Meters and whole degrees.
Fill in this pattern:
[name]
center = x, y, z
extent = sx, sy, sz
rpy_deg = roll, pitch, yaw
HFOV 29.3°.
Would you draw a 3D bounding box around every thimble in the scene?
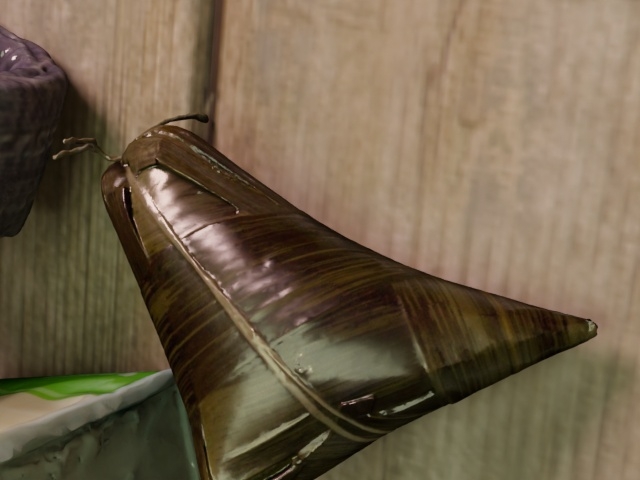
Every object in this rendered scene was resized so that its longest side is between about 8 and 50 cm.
[thimble]
center = -0.211, -0.063, 0.617
extent = 0.150, 0.150, 0.098
rpy_deg = 30, 113, 26

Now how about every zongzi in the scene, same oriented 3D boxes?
[zongzi]
center = 0.000, 0.000, 0.538
extent = 0.184, 0.084, 0.187
rpy_deg = -29, 77, 19

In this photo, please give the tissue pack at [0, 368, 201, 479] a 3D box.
[tissue pack]
center = -0.246, 0.248, 0.657
extent = 0.404, 0.205, 0.332
rpy_deg = -6, 95, 35
